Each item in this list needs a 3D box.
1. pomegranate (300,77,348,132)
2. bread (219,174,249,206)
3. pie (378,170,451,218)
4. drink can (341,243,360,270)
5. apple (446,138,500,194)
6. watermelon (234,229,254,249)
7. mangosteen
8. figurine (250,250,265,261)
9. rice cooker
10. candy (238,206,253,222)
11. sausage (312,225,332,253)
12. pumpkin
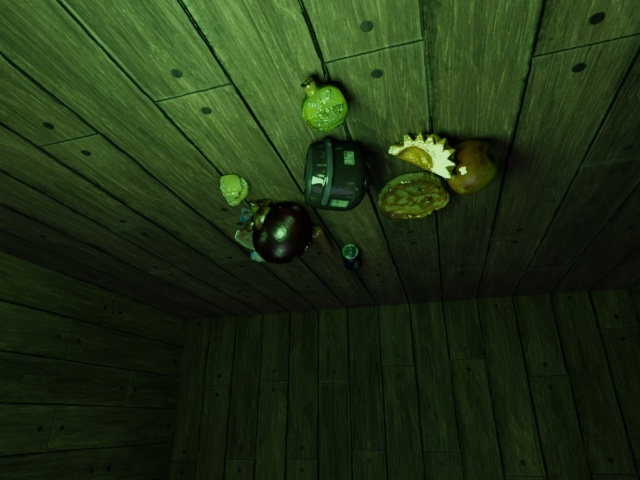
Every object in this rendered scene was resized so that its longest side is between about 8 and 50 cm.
[{"bbox_3d":[0.002,-0.418,1.248,0.143,0.122,0.169,-38,106,13],"label":"pomegranate"},{"bbox_3d":[-0.356,-0.219,1.734,0.110,0.103,0.156,-13,161,1],"label":"bread"},{"bbox_3d":[0.408,-0.200,1.784,0.314,0.093,0.315,-1,151,-1],"label":"pie"},{"bbox_3d":[0.187,0.102,2.431,0.118,0.118,0.205,-4,157,9],"label":"drink can"},{"bbox_3d":[0.553,-0.270,1.480,0.195,0.196,0.196,0,156,0],"label":"apple"},{"bbox_3d":[-0.367,-0.019,2.226,0.187,0.071,0.139,29,137,-35],"label":"watermelon"},{"bbox_3d":[-0.204,-0.057,1.889,0.346,0.307,0.307,34,149,-6],"label":"mangosteen"},{"bbox_3d":[-0.364,0.081,2.455,0.114,0.079,0.114,-2,120,-3],"label":"figurine"},{"bbox_3d":[0.056,-0.237,1.496,0.224,0.268,0.267,3,156,-9],"label":"rice cooker"},{"bbox_3d":[-0.358,-0.119,2.030,0.088,0.038,0.136,19,146,-9],"label":"candy"},{"bbox_3d":[0.001,-0.001,2.234,0.086,0.086,0.289,-6,155,14],"label":"sausage"},{"bbox_3d":[0.395,-0.322,1.479,0.253,0.131,0.149,28,-163,24],"label":"pumpkin"}]
